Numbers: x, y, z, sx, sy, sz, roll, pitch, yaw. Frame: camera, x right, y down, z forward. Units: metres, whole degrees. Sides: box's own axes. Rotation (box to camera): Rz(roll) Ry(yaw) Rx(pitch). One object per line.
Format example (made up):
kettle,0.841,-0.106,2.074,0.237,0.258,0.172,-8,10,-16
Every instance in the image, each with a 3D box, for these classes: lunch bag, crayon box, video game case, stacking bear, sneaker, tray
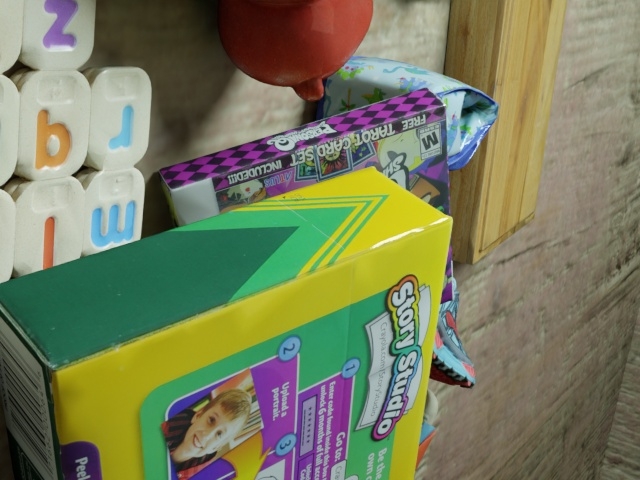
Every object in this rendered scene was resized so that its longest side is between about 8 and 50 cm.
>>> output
lunch bag,0.085,-0.125,0.876,0.151,0.129,0.096,-29,134,-52
crayon box,-0.063,0.157,0.698,0.313,0.106,0.363,-20,129,-34
video game case,0.000,0.000,0.769,0.232,0.042,0.210,-18,128,-14
stacking bear,-0.024,-0.233,0.621,0.164,0.175,0.289,-29,143,-22
sneaker,0.144,0.098,1.121,0.125,0.104,0.262,-66,150,-15
tray,0.228,-0.195,1.135,0.203,0.076,0.411,-29,128,-50

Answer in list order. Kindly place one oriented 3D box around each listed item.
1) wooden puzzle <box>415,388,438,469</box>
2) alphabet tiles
wooden puzzle,0.079,0.287,1.170,0.221,0.044,0.238,40,70,-58
alphabet tiles,-0.210,-0.032,0.544,0.284,0.021,0.278,-18,120,-55
